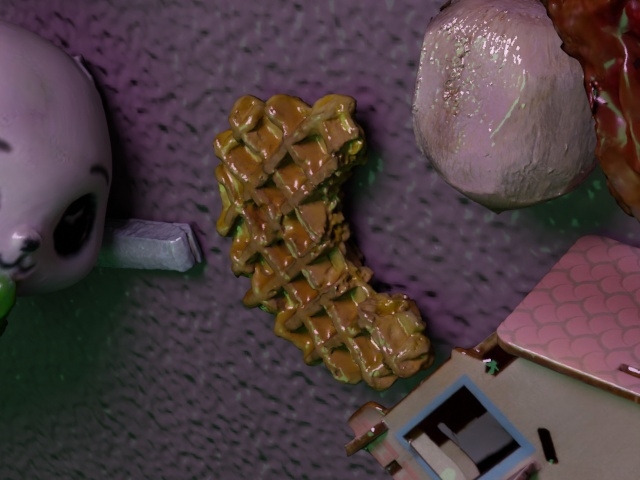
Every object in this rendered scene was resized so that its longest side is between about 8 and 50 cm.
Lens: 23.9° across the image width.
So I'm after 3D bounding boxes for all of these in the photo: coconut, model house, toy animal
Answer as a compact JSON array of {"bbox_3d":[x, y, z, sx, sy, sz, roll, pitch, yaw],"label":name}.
[{"bbox_3d":[0.099,-0.070,0.796,0.110,0.110,0.124,24,121,24],"label":"coconut"},{"bbox_3d":[0.196,0.154,0.810,0.326,0.169,0.244,48,131,5],"label":"model house"},{"bbox_3d":[-0.255,-0.018,1.000,0.266,0.212,0.213,-31,95,35],"label":"toy animal"}]

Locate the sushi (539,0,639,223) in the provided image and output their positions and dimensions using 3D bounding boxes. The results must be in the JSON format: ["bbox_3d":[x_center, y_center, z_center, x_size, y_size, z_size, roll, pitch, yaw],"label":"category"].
[{"bbox_3d":[0.179,-0.114,0.662,0.196,0.182,0.343,-29,93,50],"label":"sushi"}]

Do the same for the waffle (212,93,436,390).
[{"bbox_3d":[0.002,-0.001,0.941,0.149,0.051,0.194,9,118,39],"label":"waffle"}]

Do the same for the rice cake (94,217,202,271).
[{"bbox_3d":[-0.155,0.001,1.076,0.170,0.029,0.033,4,124,36],"label":"rice cake"}]
